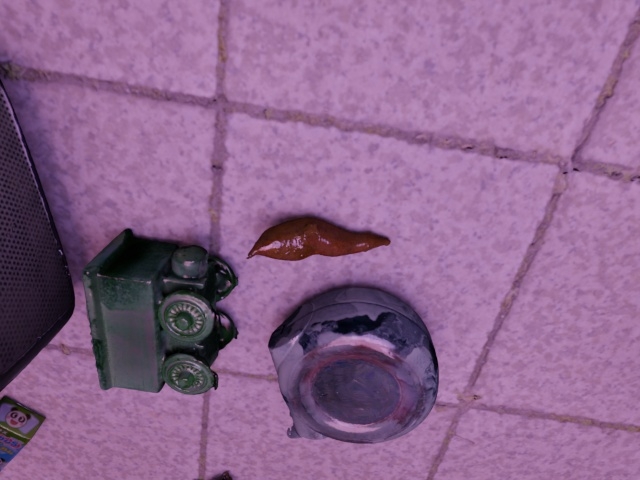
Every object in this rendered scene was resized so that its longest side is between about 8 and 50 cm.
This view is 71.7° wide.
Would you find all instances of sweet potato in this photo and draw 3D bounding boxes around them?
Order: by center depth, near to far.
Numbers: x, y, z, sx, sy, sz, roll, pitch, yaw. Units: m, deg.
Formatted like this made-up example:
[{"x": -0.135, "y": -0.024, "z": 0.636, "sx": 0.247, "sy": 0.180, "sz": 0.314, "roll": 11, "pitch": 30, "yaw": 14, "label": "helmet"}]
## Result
[{"x": -0.003, "y": -0.005, "z": 0.672, "sx": 0.226, "sy": 0.068, "sz": 0.068, "roll": -4, "pitch": 120, "yaw": -16, "label": "sweet potato"}]

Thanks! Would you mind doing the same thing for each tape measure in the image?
[{"x": 0.052, "y": 0.204, "z": 0.732, "sx": 0.275, "sy": 0.147, "sz": 0.256, "roll": -8, "pitch": 116, "yaw": 11, "label": "tape measure"}]

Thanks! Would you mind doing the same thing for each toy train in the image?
[{"x": -0.240, "y": 0.124, "z": 0.701, "sx": 0.202, "sy": 0.145, "sz": 0.265, "roll": 9, "pitch": 118, "yaw": 1, "label": "toy train"}]

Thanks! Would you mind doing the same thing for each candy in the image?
[{"x": -0.674, "y": 0.414, "z": 0.923, "sx": 0.097, "sy": 0.062, "sz": 0.194, "roll": 40, "pitch": 112, "yaw": -17, "label": "candy"}]

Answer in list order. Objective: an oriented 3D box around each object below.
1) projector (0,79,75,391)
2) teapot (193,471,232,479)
[{"x": -0.580, "y": -0.015, "z": 0.540, "sx": 0.396, "sy": 0.242, "sz": 0.404, "roll": 0, "pitch": 115, "yaw": 5, "label": "projector"}, {"x": -0.237, "y": 0.561, "z": 0.996, "sx": 0.111, "sy": 0.085, "sz": 0.080, "roll": 8, "pitch": 148, "yaw": 30, "label": "teapot"}]
